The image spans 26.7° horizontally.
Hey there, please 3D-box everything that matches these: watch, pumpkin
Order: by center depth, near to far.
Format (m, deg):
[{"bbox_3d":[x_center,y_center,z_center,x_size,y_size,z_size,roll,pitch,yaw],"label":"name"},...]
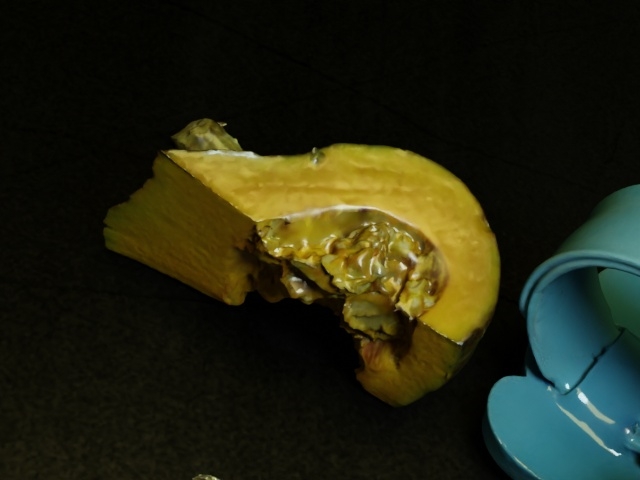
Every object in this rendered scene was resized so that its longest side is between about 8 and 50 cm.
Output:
[{"bbox_3d":[0.223,0.070,0.865,0.211,0.193,0.211,8,53,-11],"label":"watch"},{"bbox_3d":[-0.003,-0.005,0.888,0.248,0.131,0.126,31,59,-1],"label":"pumpkin"}]

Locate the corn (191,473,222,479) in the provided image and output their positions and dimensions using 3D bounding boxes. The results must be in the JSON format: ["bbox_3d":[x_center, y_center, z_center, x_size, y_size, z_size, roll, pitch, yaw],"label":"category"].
[{"bbox_3d":[-0.112,0.249,0.679,0.106,0.106,0.293,31,55,5],"label":"corn"}]
